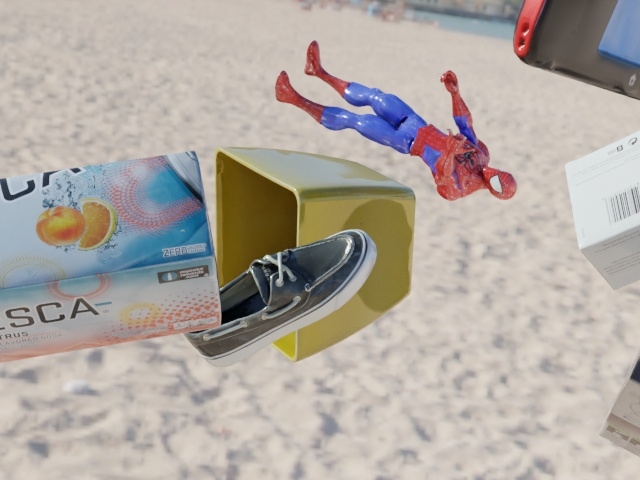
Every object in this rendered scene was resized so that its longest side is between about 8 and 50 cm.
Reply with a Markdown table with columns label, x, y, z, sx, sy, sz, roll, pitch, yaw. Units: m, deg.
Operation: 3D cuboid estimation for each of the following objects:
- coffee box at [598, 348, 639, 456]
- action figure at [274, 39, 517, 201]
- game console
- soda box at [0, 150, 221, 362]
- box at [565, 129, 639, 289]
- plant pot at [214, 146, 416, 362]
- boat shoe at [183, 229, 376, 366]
| label | x | y | z | sx | sy | sz | roll | pitch | yaw |
| --- | --- | --- | --- | --- | --- | --- | --- | --- | --- |
| coffee box | 0.460 | 0.173 | 1.524 | 0.119 | 0.168 | 0.297 | 27 | -16 | 15 |
| action figure | 0.088 | -0.136 | 1.238 | 0.280 | 0.139 | 0.091 | 32 | 61 | 15 |
| game console | 0.352 | -0.303 | 1.153 | 0.060 | 0.342 | 0.387 | 26 | 14 | 39 |
| soda box | -0.137 | 0.013 | 0.510 | 0.183 | 0.063 | 0.058 | -9 | 57 | -7 |
| box | 0.471 | -0.054 | 1.738 | 0.119 | 0.181 | 0.182 | 43 | 33 | -36 |
| plant pot | 0.000 | 0.000 | 1.468 | 0.187 | 0.212 | 0.212 | -10 | 23 | -29 |
| boat shoe | -0.042 | 0.052 | 1.243 | 0.077 | 0.219 | 0.070 | 57 | 2 | 42 |
